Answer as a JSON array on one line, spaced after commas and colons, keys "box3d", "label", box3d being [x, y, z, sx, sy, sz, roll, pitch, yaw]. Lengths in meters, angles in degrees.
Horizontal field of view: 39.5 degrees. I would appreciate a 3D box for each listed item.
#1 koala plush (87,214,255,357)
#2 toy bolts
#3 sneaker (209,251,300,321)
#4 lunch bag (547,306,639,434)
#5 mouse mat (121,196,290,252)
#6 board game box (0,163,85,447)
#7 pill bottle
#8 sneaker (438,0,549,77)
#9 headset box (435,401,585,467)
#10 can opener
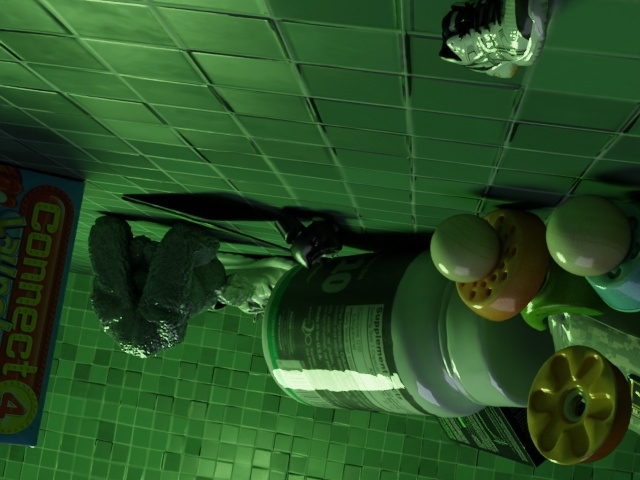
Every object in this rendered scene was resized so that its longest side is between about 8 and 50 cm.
[{"box3d": [-0.221, 0.067, 1.364, 0.196, 0.204, 0.221, 6, -176, 23], "label": "koala plush"}, {"box3d": [0.196, 0.053, 0.715, 0.158, 0.218, 0.228, 19, 151, -27], "label": "toy bolts"}, {"box3d": [-0.085, 0.090, 1.563, 0.281, 0.115, 0.105, 3, 171, 38], "label": "sneaker"}, {"box3d": [0.375, 0.126, 0.888, 0.235, 0.169, 0.287, 26, -178, 37], "label": "lunch bag"}, {"box3d": [-0.135, -0.018, 1.085, 0.189, 0.007, 0.152, 17, 178, 44], "label": "mouse mat"}, {"box3d": [-0.440, 0.054, 0.973, 0.301, 0.308, 0.086, 12, 171, -25], "label": "board game box"}, {"box3d": [0.110, 0.112, 1.102, 0.204, 0.204, 0.361, 15, 165, -40], "label": "pill bottle"}, {"box3d": [0.068, -0.085, 0.359, 0.036, 0.032, 0.083, 9, 172, -1], "label": "sneaker"}, {"box3d": [0.294, 0.181, 1.275, 0.246, 0.131, 0.283, -33, -175, -15], "label": "headset box"}, {"box3d": [0.000, 0.000, 1.066, 0.059, 0.073, 0.186, -32, 167, 8], "label": "can opener"}]
